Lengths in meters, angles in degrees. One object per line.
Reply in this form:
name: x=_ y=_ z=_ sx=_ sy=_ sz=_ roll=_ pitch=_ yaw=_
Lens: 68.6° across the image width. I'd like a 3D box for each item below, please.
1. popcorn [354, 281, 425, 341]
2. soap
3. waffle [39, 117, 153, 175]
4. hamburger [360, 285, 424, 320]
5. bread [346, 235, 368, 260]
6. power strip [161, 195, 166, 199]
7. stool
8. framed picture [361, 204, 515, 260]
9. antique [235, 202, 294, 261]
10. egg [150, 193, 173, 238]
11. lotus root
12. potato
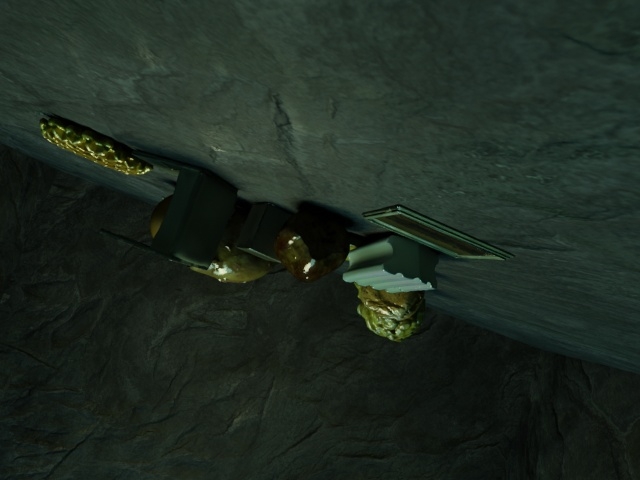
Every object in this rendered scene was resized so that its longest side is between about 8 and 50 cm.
popcorn: x=0.311 y=0.285 z=2.086 sx=0.278 sy=0.275 sz=0.336 roll=-9 pitch=-139 yaw=-10
soap: x=0.182 y=0.066 z=1.194 sx=0.172 sy=0.095 sz=0.289 roll=15 pitch=168 yaw=-14
waffle: x=-0.636 y=-0.257 z=1.343 sx=0.309 sy=0.065 sz=0.283 roll=25 pitch=172 yaw=-24
hamburger: x=0.241 y=0.168 z=1.566 sx=0.213 sy=0.214 sz=0.108 roll=16 pitch=171 yaw=33
bread: x=0.074 y=0.010 z=1.382 sx=0.187 sy=0.065 sz=0.149 roll=19 pitch=165 yaw=-6
power strip: x=-0.600 y=-0.159 z=2.021 sx=0.175 sy=0.075 sz=0.042 roll=20 pitch=176 yaw=1
stool: x=-0.405 y=-0.080 z=1.277 sx=0.269 sy=0.244 sz=0.170 roll=18 pitch=173 yaw=24
framed picture: x=0.222 y=-0.009 z=0.930 sx=0.252 sy=0.014 sz=0.197 roll=22 pitch=174 yaw=-13
antique: x=-0.150 y=-0.021 z=1.406 sx=0.147 sy=0.152 sz=0.146 roll=26 pitch=170 yaw=-25
egg: x=-0.493 y=-0.053 z=1.781 sx=0.249 sy=0.250 sz=0.322 roll=18 pitch=179 yaw=21
lotus root: x=-0.021 y=0.012 z=1.230 sx=0.193 sy=0.193 sz=0.291 roll=21 pitch=165 yaw=-8
potato: x=-0.264 y=0.036 z=1.589 sx=0.237 sy=0.289 sz=0.301 roll=40 pitch=-176 yaw=-17
